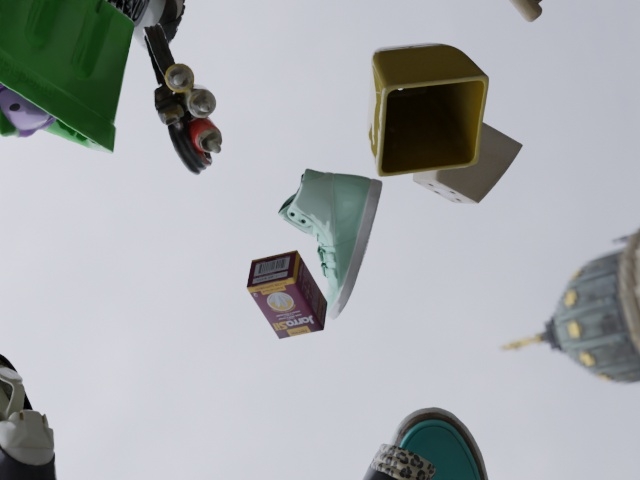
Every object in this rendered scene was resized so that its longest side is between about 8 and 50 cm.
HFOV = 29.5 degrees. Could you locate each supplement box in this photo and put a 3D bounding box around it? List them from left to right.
[{"bbox_3d":[-0.034,0.056,1.253,0.043,0.055,0.083,-83,-29,-45],"label":"supplement box"}]

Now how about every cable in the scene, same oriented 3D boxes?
[{"bbox_3d":[-0.161,-0.179,1.472,0.287,0.072,0.139,-108,-5,-62],"label":"cable"}]

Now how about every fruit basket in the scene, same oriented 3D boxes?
[{"bbox_3d":[-0.447,-0.183,1.422,0.392,0.283,0.392,-25,-56,-43],"label":"fruit basket"}]

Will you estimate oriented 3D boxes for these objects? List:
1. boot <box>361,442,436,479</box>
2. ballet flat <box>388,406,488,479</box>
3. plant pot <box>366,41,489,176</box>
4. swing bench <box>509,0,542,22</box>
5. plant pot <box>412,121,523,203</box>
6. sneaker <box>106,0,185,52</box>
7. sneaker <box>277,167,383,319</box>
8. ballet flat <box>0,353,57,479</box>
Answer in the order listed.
[{"bbox_3d":[0.050,0.337,1.454,0.085,0.236,0.179,32,-107,-9],"label":"boot"},{"bbox_3d":[0.169,0.381,1.581,0.139,0.139,0.400,-35,-65,-49],"label":"ballet flat"},{"bbox_3d":[0.073,-0.109,0.927,0.081,0.081,0.083,-8,-139,-12],"label":"plant pot"},{"bbox_3d":[0.194,-0.387,1.149,0.254,0.165,0.253,40,-124,14],"label":"swing bench"},{"bbox_3d":[0.185,-0.107,1.625,0.109,0.109,0.096,26,-98,-21],"label":"plant pot"},{"bbox_3d":[-0.284,-0.355,1.775,0.108,0.100,0.271,13,-155,-41],"label":"sneaker"},{"bbox_3d":[0.000,-0.001,1.958,0.151,0.256,0.094,15,-155,3],"label":"sneaker"},{"bbox_3d":[-0.290,0.173,1.138,0.074,0.074,0.203,24,-163,-41],"label":"ballet flat"}]
